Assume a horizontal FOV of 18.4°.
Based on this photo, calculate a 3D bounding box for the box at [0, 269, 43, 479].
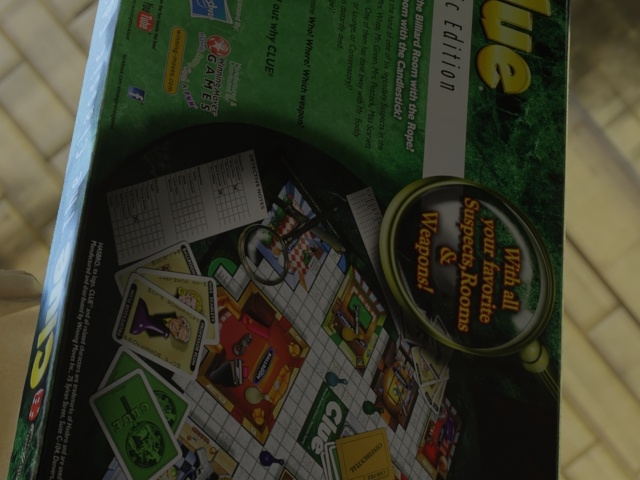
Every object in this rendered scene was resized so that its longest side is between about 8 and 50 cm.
[{"bbox_3d":[-0.181,0.080,0.524,0.201,0.164,0.021,-1,-148,-30],"label":"box"}]

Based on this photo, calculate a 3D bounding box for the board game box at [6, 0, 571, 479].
[{"bbox_3d":[0.000,0.000,0.508,0.136,0.030,0.259,17,-125,-16],"label":"board game box"}]
